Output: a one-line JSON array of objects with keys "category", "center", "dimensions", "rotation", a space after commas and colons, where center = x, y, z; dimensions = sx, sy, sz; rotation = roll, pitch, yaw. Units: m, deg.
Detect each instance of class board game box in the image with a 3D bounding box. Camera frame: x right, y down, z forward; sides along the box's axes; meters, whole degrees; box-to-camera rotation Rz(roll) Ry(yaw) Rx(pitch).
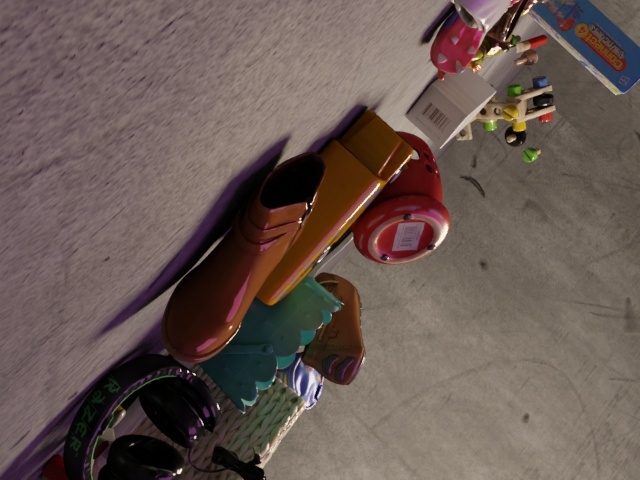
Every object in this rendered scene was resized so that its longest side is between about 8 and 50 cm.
[{"category": "board game box", "center": [0.544, -0.438, 2.041], "dimensions": [0.086, 0.308, 0.302], "rotation": [-47, 175, 16]}]

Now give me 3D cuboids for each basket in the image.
[{"category": "basket", "center": [-0.243, 0.400, 1.924], "dimensions": [0.331, 0.266, 0.328], "rotation": [-51, 173, -37]}]

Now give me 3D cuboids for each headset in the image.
[{"category": "headset", "center": [-0.234, 0.331, 1.567], "dimensions": [0.243, 0.185, 0.394], "rotation": [-59, 149, -5]}]

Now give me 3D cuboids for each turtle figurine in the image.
[{"category": "turtle figurine", "center": [0.322, -0.386, 1.813], "dimensions": [0.217, 0.087, 0.269], "rotation": [-52, 174, 39]}]

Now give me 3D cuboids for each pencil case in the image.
[{"category": "pencil case", "center": [-0.129, 0.298, 2.099], "dimensions": [0.306, 0.133, 0.119], "rotation": [-5, -130, 40]}]

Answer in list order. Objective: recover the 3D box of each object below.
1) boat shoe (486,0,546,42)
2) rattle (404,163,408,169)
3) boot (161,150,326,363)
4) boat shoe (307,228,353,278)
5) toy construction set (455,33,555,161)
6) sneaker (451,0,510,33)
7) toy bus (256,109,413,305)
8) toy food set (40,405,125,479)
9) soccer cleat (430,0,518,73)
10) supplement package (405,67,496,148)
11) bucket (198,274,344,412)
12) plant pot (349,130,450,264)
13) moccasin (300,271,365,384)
[{"category": "boat shoe", "center": [0.353, -0.438, 1.630], "dimensions": [0.095, 0.095, 0.257], "rotation": [-43, 173, -45]}, {"category": "rattle", "center": [0.151, -0.102, 1.916], "dimensions": [0.200, 0.142, 0.130], "rotation": [63, 40, -42]}, {"category": "boot", "center": [-0.095, 0.020, 1.291], "dimensions": [0.283, 0.109, 0.220], "rotation": [-47, 177, -34]}, {"category": "boat shoe", "center": [0.000, 0.000, 2.046], "dimensions": [0.302, 0.091, 0.114], "rotation": [-47, -177, 3]}, {"category": "toy construction set", "center": [0.452, -0.371, 2.498], "dimensions": [0.237, 0.257, 0.309], "rotation": [-25, 139, -45]}, {"category": "sneaker", "center": [0.255, -0.371, 1.353], "dimensions": [0.169, 0.108, 0.292], "rotation": [-48, 165, 24]}, {"category": "toy bus", "center": [0.001, -0.055, 1.560], "dimensions": [0.333, 0.108, 0.130], "rotation": [-48, 173, 9]}, {"category": "toy food set", "center": [-0.385, 0.378, 1.641], "dimensions": [0.232, 0.104, 0.111], "rotation": [-50, 174, 25]}, {"category": "soccer cleat", "center": [0.253, -0.371, 1.522], "dimensions": [0.248, 0.083, 0.095], "rotation": [-55, -158, 21]}, {"category": "supplement package", "center": [0.279, -0.292, 2.087], "dimensions": [0.179, 0.105, 0.105], "rotation": [-40, 171, -51]}, {"category": "bucket", "center": [-0.113, 0.148, 1.725], "dimensions": [0.281, 0.183, 0.281], "rotation": [-47, 174, -6]}, {"category": "plant pot", "center": [0.122, -0.066, 1.702], "dimensions": [0.191, 0.191, 0.174], "rotation": [-52, -143, 39]}, {"category": "moccasin", "center": [0.000, 0.166, 2.023], "dimensions": [0.380, 0.146, 0.139], "rotation": [-90, -154, -63]}]
